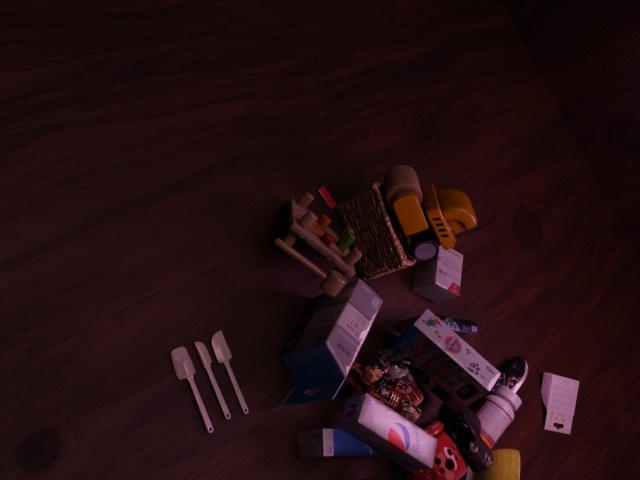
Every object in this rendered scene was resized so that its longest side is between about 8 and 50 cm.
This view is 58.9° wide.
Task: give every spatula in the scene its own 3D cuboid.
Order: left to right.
[{"bbox_3d":[-0.295,0.385,1.540,0.168,0.019,0.242,-18,85,-45],"label":"spatula"}]

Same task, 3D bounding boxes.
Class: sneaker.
[{"bbox_3d":[0.472,0.618,1.871,0.130,0.109,0.286,51,6,-23],"label":"sneaker"},{"bbox_3d":[0.691,0.520,2.156,0.124,0.107,0.283,48,52,-4],"label":"sneaker"}]

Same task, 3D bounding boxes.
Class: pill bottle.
[{"bbox_3d":[0.269,0.473,1.872,0.086,0.086,0.152,-31,92,-39],"label":"pill bottle"},{"bbox_3d":[0.600,0.623,1.993,0.221,0.121,0.121,-45,102,-17],"label":"pill bottle"}]

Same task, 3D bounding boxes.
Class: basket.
[{"bbox_3d":[0.233,-0.040,1.955,0.213,0.223,0.299,-13,80,-39],"label":"basket"}]

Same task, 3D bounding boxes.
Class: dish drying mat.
[{"bbox_3d":[0.023,-0.149,1.981,0.083,0.008,0.032,54,52,-8],"label":"dish drying mat"}]

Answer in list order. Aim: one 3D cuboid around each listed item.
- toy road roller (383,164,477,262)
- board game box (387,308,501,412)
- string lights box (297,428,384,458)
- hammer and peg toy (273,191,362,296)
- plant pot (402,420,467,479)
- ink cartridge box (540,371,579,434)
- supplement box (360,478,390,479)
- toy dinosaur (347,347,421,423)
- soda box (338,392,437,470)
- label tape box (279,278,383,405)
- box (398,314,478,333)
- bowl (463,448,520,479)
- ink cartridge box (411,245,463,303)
[{"bbox_3d":[0.373,-0.113,1.894,0.330,0.240,0.203,58,18,-31],"label":"toy road roller"},{"bbox_3d":[0.394,0.396,1.849,0.303,0.224,0.097,41,52,10],"label":"board game box"},{"bbox_3d":[0.077,0.592,1.655,0.259,0.133,0.077,13,63,-32],"label":"string lights box"},{"bbox_3d":[0.000,0.000,1.718,0.266,0.127,0.361,39,15,-17],"label":"hammer and peg toy"},{"bbox_3d":[0.341,0.673,1.786,0.191,0.191,0.174,-13,75,-39],"label":"plant pot"},{"bbox_3d":[0.984,0.676,2.356,0.181,0.056,0.225,20,81,-29],"label":"ink cartridge box"},{"bbox_3d":[0.168,0.742,1.595,0.130,0.239,0.073,-27,90,-39],"label":"supplement box"},{"bbox_3d":[0.176,0.423,1.736,0.322,0.164,0.218,53,28,11],"label":"toy dinosaur"},{"bbox_3d":[0.194,0.547,1.610,0.286,0.098,0.091,37,50,-18],"label":"soda box"},{"bbox_3d":[0.006,0.296,1.641,0.115,0.249,0.348,45,52,-14],"label":"label tape box"},{"bbox_3d":[0.413,0.305,1.995,0.233,0.159,0.044,13,67,-32],"label":"box"},{"bbox_3d":[0.554,0.823,1.882,0.156,0.289,0.290,11,57,16],"label":"bowl"},{"bbox_3d":[0.434,0.119,2.101,0.128,0.127,0.176,28,58,-24],"label":"ink cartridge box"}]
